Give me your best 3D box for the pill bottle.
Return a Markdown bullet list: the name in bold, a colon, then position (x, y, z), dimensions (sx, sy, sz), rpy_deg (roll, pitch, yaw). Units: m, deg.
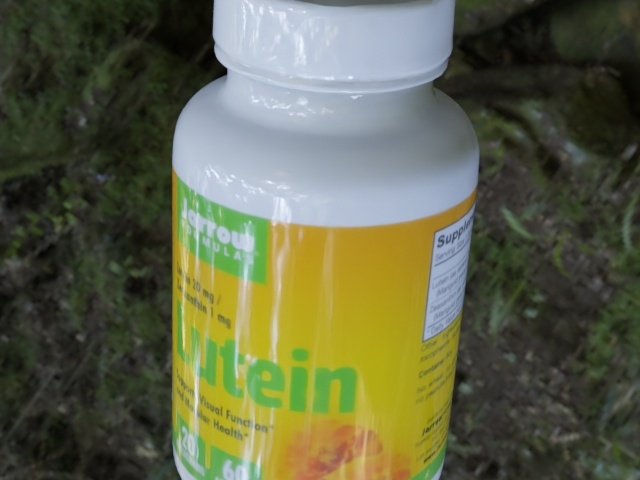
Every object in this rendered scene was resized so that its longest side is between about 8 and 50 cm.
- **pill bottle**: position (0.000, 0.000, 0.550), dimensions (0.136, 0.245, 0.136), rpy_deg (3, -154, -1)
